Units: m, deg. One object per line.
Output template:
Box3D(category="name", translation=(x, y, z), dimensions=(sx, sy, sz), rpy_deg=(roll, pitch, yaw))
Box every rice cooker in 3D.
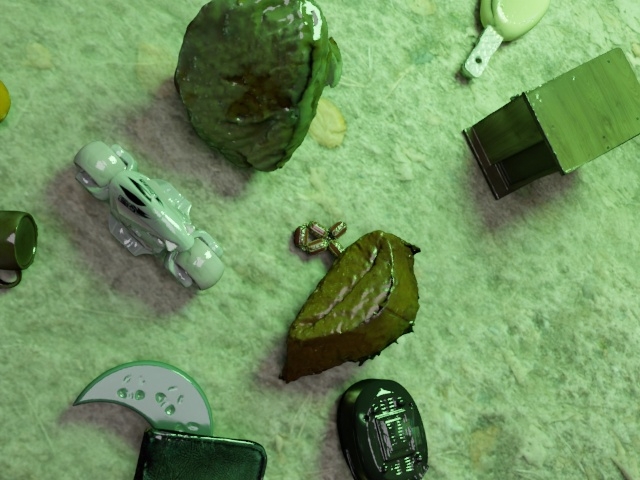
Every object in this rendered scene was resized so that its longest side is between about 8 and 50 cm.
Box3D(category="rice cooker", translation=(0.088, 0.280, 0.799), dimensions=(0.112, 0.106, 0.165), rpy_deg=(-10, 74, -22))

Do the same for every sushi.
Box3D(category="sushi", translation=(0.065, 0.105, 0.806), dimensions=(0.149, 0.140, 0.287), rpy_deg=(27, 72, 24))

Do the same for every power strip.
Box3D(category="power strip", translation=(-0.208, 0.248, 0.742), dimensions=(0.137, 0.044, 0.216), rpy_deg=(-41, 94, -19))

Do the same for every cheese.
Box3D(category="cheese", translation=(0.321, -0.390, 1.002), dimensions=(0.127, 0.054, 0.252), rpy_deg=(36, 74, -9))

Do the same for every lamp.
Box3D(category="lamp", translation=(0.000, 0.000, 0.854), dimensions=(0.083, 0.031, 0.063), rpy_deg=(4, 79, -13))

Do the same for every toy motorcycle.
Box3D(category="toy motorcycle", translation=(-0.226, -0.036, 0.748), dimensions=(0.254, 0.112, 0.112), rpy_deg=(46, 72, -5))

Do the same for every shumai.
Box3D(category="shumai", translation=(-0.075, -0.247, 0.794), dimensions=(0.189, 0.256, 0.218), rpy_deg=(26, 39, 2))

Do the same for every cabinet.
Box3D(category="cabinet", translation=(0.387, -0.191, 0.926), dimensions=(0.215, 0.175, 0.148), rpy_deg=(-27, 90, -18))

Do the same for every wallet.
Box3D(category="wallet", translation=(-0.175, 0.397, 0.700), dimensions=(0.172, 0.045, 0.318), rpy_deg=(14, 88, -21))

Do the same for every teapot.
Box3D(category="teapot", translation=(-0.407, 0.006, 0.708), dimensions=(0.068, 0.076, 0.121), rpy_deg=(3, 110, -7))

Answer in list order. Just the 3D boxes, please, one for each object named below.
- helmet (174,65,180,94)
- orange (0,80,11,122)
Box3D(category="helmet", translation=(-0.189, -0.233, 0.821), dimensions=(0.065, 0.049, 0.084), rpy_deg=(7, 103, -54))
Box3D(category="orange", translation=(-0.448, -0.183, 0.723), dimensions=(0.083, 0.070, 0.083), rpy_deg=(3, 82, -21))
